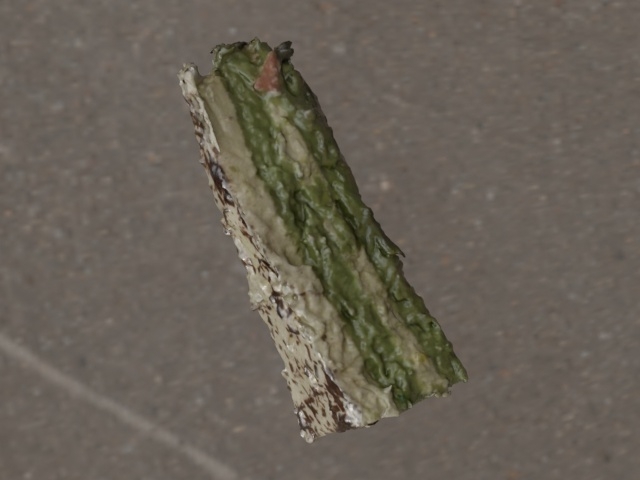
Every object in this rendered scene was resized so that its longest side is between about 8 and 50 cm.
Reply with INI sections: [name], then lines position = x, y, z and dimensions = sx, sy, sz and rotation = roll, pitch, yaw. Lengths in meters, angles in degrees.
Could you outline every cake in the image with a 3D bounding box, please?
[cake]
position = 0.000, 0.000, 0.602
dimensions = 0.055, 0.051, 0.140
rotation = 4, 118, 59
